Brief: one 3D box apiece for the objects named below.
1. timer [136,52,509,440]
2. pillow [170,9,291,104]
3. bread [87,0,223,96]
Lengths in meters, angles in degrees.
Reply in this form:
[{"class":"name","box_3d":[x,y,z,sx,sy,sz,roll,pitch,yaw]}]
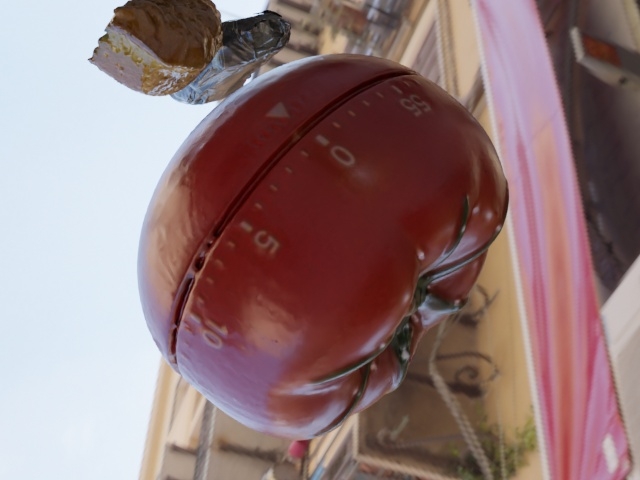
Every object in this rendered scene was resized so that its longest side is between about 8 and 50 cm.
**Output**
[{"class":"timer","box_3d":[0.000,0.000,1.036,0.279,0.378,0.378,39,-138,21]},{"class":"pillow","box_3d":[-0.163,-0.312,1.832,0.161,0.335,0.092,-23,-92,-27]},{"class":"bread","box_3d":[-0.220,-0.290,1.517,0.139,0.143,0.229,45,-143,-7]}]
